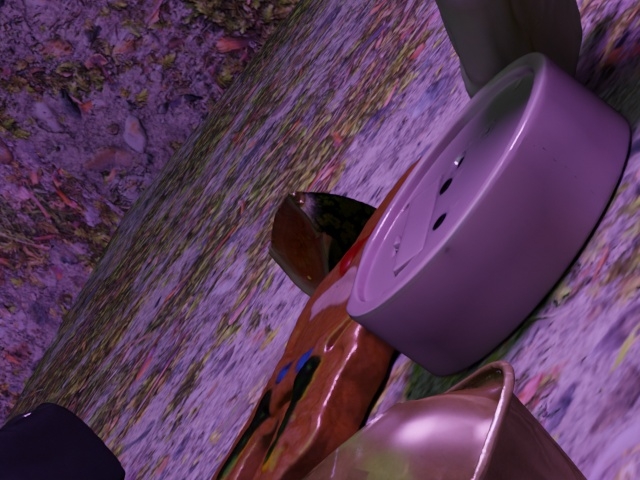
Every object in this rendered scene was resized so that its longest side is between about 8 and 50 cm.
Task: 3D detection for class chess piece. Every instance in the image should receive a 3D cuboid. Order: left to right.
[{"bbox_3d":[0.105,-0.208,1.124,0.176,0.298,0.176,-15,45,16],"label":"chess piece"}]

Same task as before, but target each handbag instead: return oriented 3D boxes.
[{"bbox_3d":[-0.340,0.323,1.654,0.302,0.178,0.275,-49,-3,21],"label":"handbag"}]

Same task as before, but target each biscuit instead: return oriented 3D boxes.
[{"bbox_3d":[0.015,0.066,1.234,0.334,0.047,0.202,-59,11,-25],"label":"biscuit"}]

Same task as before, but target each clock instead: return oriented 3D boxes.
[{"bbox_3d":[0.099,-0.016,1.056,0.197,0.068,0.197,-52,10,13],"label":"clock"}]

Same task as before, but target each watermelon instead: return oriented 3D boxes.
[{"bbox_3d":[0.005,0.013,1.391,0.163,0.087,0.069,113,162,-74],"label":"watermelon"}]

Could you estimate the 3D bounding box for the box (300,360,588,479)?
[{"bbox_3d":[0.039,0.125,0.776,0.177,0.111,0.111,-43,15,49],"label":"box"}]
